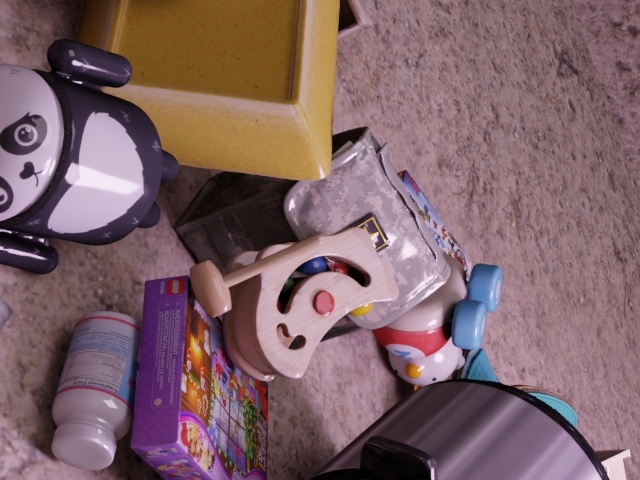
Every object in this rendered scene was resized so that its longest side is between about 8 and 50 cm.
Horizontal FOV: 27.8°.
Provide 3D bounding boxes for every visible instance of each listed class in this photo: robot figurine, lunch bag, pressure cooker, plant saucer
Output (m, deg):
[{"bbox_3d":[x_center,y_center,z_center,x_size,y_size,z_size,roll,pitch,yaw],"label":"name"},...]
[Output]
[{"bbox_3d":[-0.281,-0.086,1.387,0.278,0.173,0.209,16,60,-52],"label":"robot figurine"},{"bbox_3d":[0.000,0.000,1.691,0.235,0.287,0.169,58,31,-20],"label":"lunch bag"},{"bbox_3d":[0.126,0.406,1.556,0.370,0.375,0.420,55,40,4],"label":"pressure cooker"},{"bbox_3d":[-0.139,-0.242,1.603,0.081,0.332,0.333,105,-10,-54],"label":"plant saucer"}]

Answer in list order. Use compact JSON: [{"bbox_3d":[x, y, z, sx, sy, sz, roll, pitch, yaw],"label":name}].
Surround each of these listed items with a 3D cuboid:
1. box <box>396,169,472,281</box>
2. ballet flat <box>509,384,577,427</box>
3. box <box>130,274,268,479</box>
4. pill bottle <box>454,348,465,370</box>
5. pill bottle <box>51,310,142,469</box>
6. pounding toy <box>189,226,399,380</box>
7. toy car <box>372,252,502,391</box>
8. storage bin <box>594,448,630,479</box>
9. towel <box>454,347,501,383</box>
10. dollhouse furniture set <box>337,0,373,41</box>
[{"bbox_3d":[0.177,0.016,2.217,0.233,0.044,0.159,52,33,-28],"label":"box"},{"bbox_3d":[0.256,0.279,2.058,0.342,0.124,0.116,-2,106,-37],"label":"ballet flat"},{"bbox_3d":[-0.130,0.198,1.491,0.293,0.057,0.201,61,25,-55],"label":"box"},{"bbox_3d":[0.209,0.181,2.168,0.083,0.043,0.043,50,35,-30],"label":"pill bottle"},{"bbox_3d":[-0.239,0.162,1.394,0.087,0.087,0.160,45,38,-36],"label":"pill bottle"},{"bbox_3d":[-0.016,0.074,1.477,0.269,0.155,0.154,-14,91,-36],"label":"pounding toy"},{"bbox_3d":[0.153,0.157,1.991,0.210,0.219,0.238,-56,148,-55],"label":"toy car"},{"bbox_3d":[0.286,0.398,1.898,0.260,0.262,0.123,-8,88,-49],"label":"storage bin"},{"bbox_3d":[0.282,0.380,2.172,0.271,0.040,0.370,57,32,-20],"label":"towel"},{"bbox_3d":[-0.051,-0.338,1.905,0.212,0.161,0.242,67,22,6],"label":"dollhouse furniture set"}]
